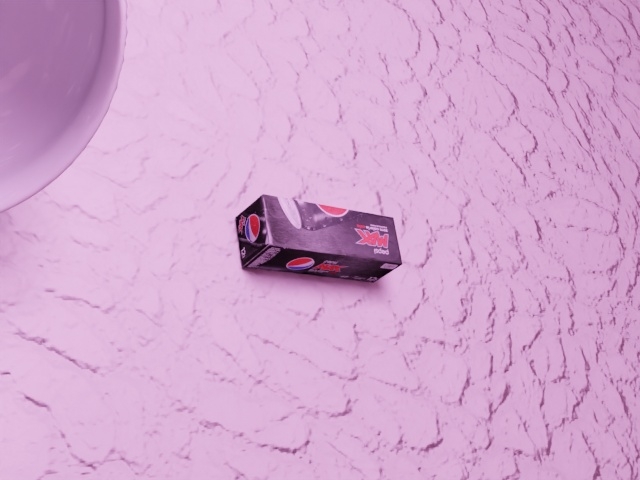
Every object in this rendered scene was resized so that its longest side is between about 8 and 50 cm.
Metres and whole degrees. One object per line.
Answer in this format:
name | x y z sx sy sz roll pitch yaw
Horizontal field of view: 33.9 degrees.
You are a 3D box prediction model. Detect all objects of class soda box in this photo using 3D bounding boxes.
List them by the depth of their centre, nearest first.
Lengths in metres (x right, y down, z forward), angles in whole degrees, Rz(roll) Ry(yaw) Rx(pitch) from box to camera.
soda box | 0.000 0.000 1.068 0.169 0.053 0.060 9 61 -36

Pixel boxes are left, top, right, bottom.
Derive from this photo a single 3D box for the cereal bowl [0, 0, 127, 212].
cereal bowl | -0.314 -0.183 0.770 0.339 0.339 0.141 29 17 -23
